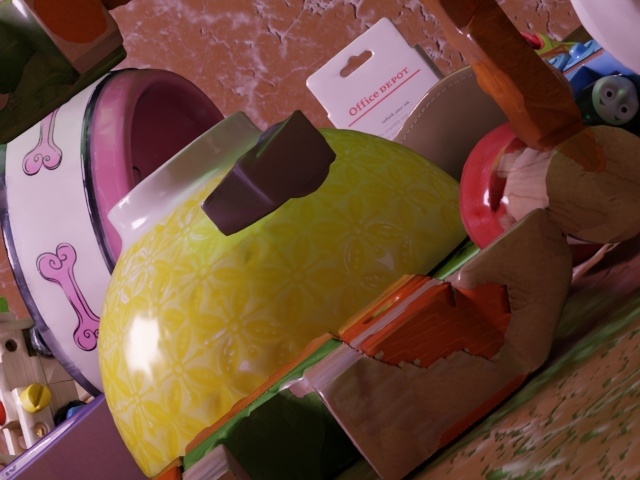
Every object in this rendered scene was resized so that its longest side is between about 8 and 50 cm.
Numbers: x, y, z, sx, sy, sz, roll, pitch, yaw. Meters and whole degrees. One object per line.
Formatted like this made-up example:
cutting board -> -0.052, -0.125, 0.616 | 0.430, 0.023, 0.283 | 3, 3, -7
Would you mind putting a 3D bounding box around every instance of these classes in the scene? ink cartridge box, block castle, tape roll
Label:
ink cartridge box -> 0.089, -0.120, 1.705 | 0.115, 0.198, 0.067 | -37, 3, 12
block castle -> -0.085, 0.006, 0.828 | 0.453, 0.303, 0.213 | -38, 2, -4
tape roll -> -0.243, 0.235, 1.351 | 0.275, 0.090, 0.275 | -38, 3, 2

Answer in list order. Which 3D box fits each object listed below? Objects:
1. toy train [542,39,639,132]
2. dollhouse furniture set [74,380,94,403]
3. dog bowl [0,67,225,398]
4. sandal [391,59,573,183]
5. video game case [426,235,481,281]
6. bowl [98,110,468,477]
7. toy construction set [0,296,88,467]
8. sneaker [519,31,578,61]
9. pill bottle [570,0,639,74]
toy train -> 0.202, -0.102, 1.280 | 0.105, 0.080, 0.184 | -50, 9, -25
dollhouse furniture set -> -0.238, 0.207, 2.095 | 0.182, 0.101, 0.161 | -39, 27, -14
dog bowl -> -0.191, -0.015, 1.922 | 0.150, 0.408, 0.408 | -18, 11, 23
sandal -> 0.099, -0.069, 1.226 | 0.240, 0.088, 0.079 | -43, 3, 37
video game case -> 0.042, 0.057, 1.136 | 0.248, 0.035, 0.275 | -38, 2, 16
bowl -> -0.050, 0.009, 1.118 | 0.289, 0.156, 0.289 | -39, 2, 2
toy construction set -> -0.354, 0.177, 1.808 | 0.215, 0.327, 0.151 | -8, -2, -36
sneaker -> 0.283, -0.230, 2.118 | 0.081, 0.094, 0.208 | -39, 1, 23
pill bottle -> 0.295, -0.234, 1.134 | 0.176, 0.176, 0.318 | -36, 4, 38
